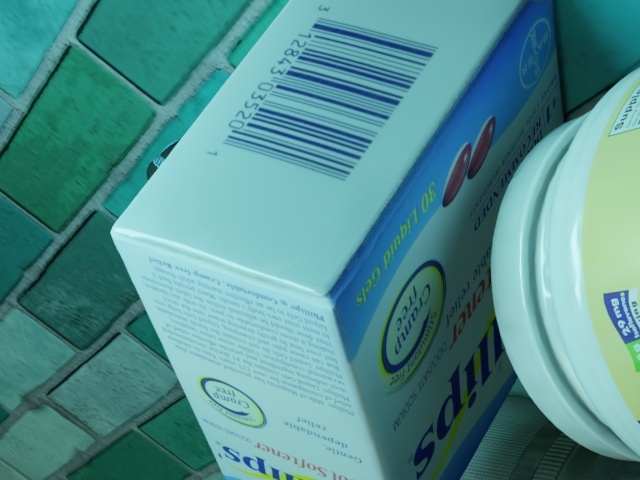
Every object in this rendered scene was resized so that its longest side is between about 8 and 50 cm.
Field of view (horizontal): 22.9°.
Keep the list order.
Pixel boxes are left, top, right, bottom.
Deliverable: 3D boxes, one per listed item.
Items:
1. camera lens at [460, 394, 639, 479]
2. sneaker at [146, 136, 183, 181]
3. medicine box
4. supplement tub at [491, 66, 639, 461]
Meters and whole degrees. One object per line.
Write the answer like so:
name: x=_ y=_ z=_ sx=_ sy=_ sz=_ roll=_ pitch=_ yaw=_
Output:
camera lens: x=0.174 y=0.235 z=1.246 sx=0.274 sy=0.219 sz=0.219 roll=3 pitch=139 yaw=43
sneaker: x=-0.036 y=0.045 z=1.224 sx=0.139 sy=0.125 sz=0.341 roll=48 pitch=165 yaw=34
medicine box: x=0.035 y=0.007 z=0.989 sx=0.149 sy=0.263 sz=0.289 roll=18 pitch=148 yaw=27
supplement tub: x=0.263 y=0.004 z=0.767 sx=0.241 sy=0.241 sz=0.331 roll=44 pitch=153 yaw=-18
